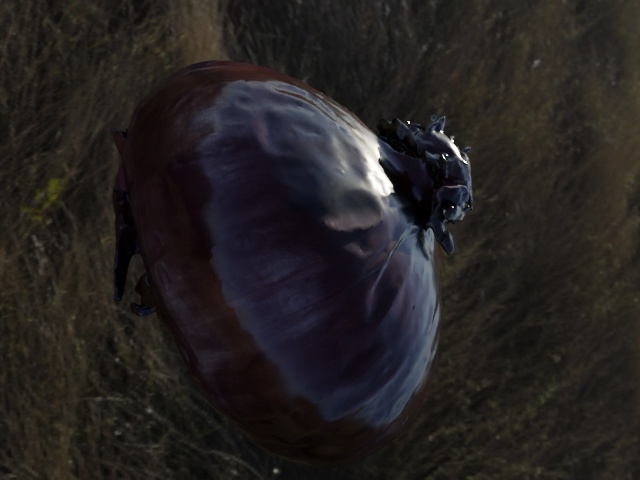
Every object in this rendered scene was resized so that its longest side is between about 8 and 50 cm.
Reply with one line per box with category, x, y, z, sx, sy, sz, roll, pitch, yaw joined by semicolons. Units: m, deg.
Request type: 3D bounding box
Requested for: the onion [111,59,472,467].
onion;0.000;0.000;0.714;0.347;0.286;0.347;60;3;-6
